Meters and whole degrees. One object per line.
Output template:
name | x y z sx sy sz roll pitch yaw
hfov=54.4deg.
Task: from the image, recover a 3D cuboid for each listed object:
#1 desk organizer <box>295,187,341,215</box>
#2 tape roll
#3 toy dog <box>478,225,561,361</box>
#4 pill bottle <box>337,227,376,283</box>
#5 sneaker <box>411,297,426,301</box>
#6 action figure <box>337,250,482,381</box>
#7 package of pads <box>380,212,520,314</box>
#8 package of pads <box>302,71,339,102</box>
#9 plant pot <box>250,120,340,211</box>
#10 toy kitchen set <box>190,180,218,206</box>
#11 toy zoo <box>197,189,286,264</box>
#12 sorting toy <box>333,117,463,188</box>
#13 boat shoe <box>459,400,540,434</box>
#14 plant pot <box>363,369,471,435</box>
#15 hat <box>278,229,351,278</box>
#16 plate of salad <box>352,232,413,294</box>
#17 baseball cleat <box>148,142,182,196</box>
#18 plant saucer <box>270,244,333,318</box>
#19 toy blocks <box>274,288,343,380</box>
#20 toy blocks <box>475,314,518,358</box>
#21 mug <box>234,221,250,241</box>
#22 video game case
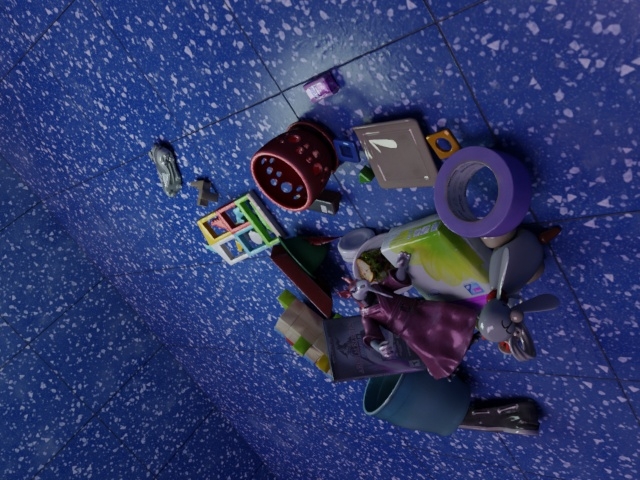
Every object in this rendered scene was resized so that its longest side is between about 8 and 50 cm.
desk organizer | -0.003 -0.114 1.747 0.130 0.050 0.047 16 139 34
tape roll | 0.337 -0.100 1.305 0.189 0.080 0.188 -2 88 46
toy dog | 0.435 0.072 1.326 0.220 0.333 0.161 31 136 -31
pill bottle | 0.132 0.068 1.761 0.112 0.112 0.186 4 131 43
sneaker | 0.321 0.227 1.776 0.235 0.084 0.097 -1 129 46
action figure | 0.219 0.183 1.589 0.370 0.248 0.276 28 175 7
package of pads | 0.320 0.066 1.562 0.296 0.101 0.229 45 147 -18
package of pads | 0.001 -0.362 1.480 0.083 0.032 0.050 -9 125 49
plant pot | -0.055 -0.195 1.596 0.191 0.174 0.191 26 143 22
toy kitchen set | -0.391 -0.152 2.087 0.075 0.083 0.068 2 171 45
toy zoo | -0.277 -0.030 2.048 0.293 0.030 0.192 -24 111 32
sorting toy | 0.188 -0.206 1.459 0.348 0.047 0.196 2 133 44
boat shoe | 0.540 0.544 1.929 0.112 0.095 0.335 16 162 -28
plant pot | 0.309 0.468 1.922 0.255 0.271 0.271 30 147 -8
hat | 0.000 0.000 1.899 0.208 0.183 0.173 50 -175 34
plate of salad | 0.187 0.071 1.674 0.200 0.048 0.199 -2 117 -4
baseball cleat | -0.532 -0.247 2.131 0.109 0.072 0.205 40 144 29
plant saucer | -0.050 0.112 1.954 0.258 0.048 0.259 47 -176 -7
toy blocks | -0.022 0.360 2.218 0.381 0.190 0.261 38 158 5
toy blocks | 0.475 0.255 1.680 0.123 0.054 0.148 21 142 27
mug | -0.274 -0.025 2.124 0.064 0.062 0.078 49 175 -26
video game case | 0.154 0.302 1.807 0.274 0.196 0.026 -6 145 -8
